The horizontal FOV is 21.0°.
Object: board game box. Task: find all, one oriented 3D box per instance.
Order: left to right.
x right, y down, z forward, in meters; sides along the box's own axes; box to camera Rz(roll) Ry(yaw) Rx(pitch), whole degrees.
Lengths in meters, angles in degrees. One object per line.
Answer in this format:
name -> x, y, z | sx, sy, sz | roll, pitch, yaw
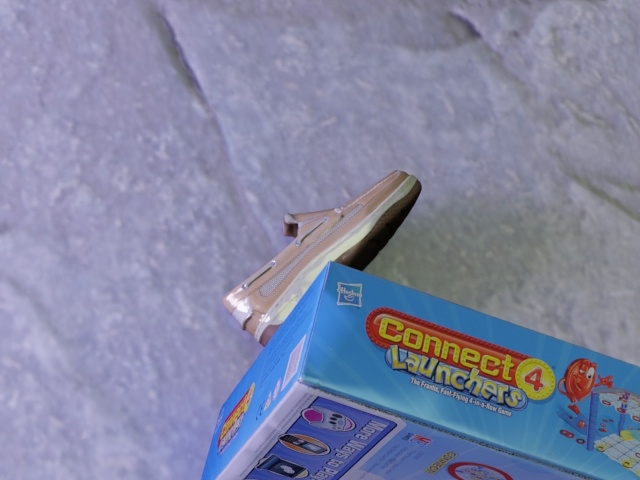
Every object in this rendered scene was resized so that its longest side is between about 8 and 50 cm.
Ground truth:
board game box -> 0.095, 0.153, 1.186 | 0.302, 0.308, 0.086 | 19, 63, -9

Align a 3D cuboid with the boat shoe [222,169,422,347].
boat shoe -> 0.000, 0.000, 1.357 | 0.072, 0.068, 0.190 | 39, 63, 14
